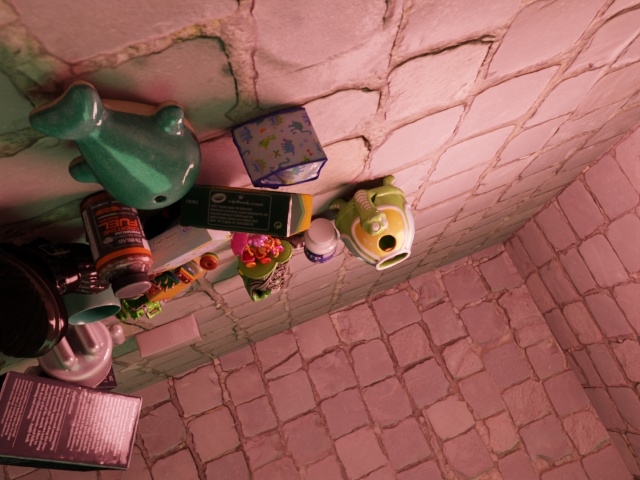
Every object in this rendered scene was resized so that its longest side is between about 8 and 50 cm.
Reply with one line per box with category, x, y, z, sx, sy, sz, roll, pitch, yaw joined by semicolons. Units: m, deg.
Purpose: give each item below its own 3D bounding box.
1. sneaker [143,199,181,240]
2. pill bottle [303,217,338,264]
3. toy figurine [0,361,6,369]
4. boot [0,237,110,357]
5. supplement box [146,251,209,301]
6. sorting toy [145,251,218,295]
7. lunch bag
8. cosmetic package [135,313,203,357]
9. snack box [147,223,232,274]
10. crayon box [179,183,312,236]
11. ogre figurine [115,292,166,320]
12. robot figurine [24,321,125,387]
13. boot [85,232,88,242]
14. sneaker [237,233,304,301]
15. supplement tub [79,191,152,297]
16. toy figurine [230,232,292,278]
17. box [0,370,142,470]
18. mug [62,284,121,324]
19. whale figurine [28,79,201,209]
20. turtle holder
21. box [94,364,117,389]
sneaker;-0.330;-0.043;1.138;0.161;0.057;0.075;-34;155;21
pill bottle;0.000;0.000;1.605;0.112;0.112;0.187;-21;162;-9
toy figurine;-1.160;0.469;1.480;0.191;0.217;0.362;-47;-162;23
boot;-0.497;0.089;0.936;0.260;0.348;0.131;17;103;-60
supplement box;-0.405;0.089;1.406;0.233;0.080;0.078;-32;161;32
sorting toy;-0.407;0.078;1.291;0.274;0.046;0.132;-24;128;22
lunch bag;-0.082;-0.172;0.959;0.151;0.129;0.096;-16;161;-26
cosmetic package;-0.608;0.395;2.013;0.238;0.107;0.127;-16;162;-13
snack box;-0.307;0.008;1.129;0.174;0.070;0.207;-27;-178;1
crayon box;-0.133;-0.066;1.039;0.203;0.083;0.323;6;-176;6
ogre figurine;-0.545;0.197;1.496;0.118;0.097;0.197;-21;171;-41
robot figurine;-0.745;0.351;1.529;0.300;0.200;0.353;-22;164;-31
boot;-0.455;-0.012;1.103;0.114;0.037;0.106;-22;150;-17
sneaker;-0.144;0.088;1.624;0.134;0.146;0.343;-10;157;-37
supplement tub;-0.393;0.010;0.976;0.106;0.198;0.106;-22;163;-7
toy figurine;-0.183;0.019;1.417;0.173;0.130;0.159;-14;155;9
box;-0.783;0.541;1.448;0.293;0.212;0.395;-22;142;37
mug;-0.606;0.149;1.285;0.129;0.097;0.157;-35;159;33
whale figurine;-0.297;-0.134;0.768;0.216;0.141;0.272;-27;162;11
turtle holder;0.181;-0.050;1.495;0.243;0.227;0.320;-17;162;-20
box;-0.864;0.496;1.879;0.093;0.158;0.156;-24;162;2
